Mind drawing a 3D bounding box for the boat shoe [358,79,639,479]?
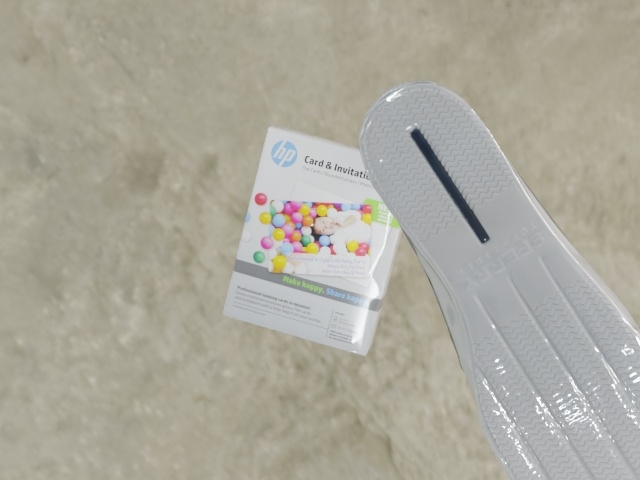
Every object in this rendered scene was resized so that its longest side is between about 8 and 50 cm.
[{"bbox_3d":[0.141,0.041,0.928,0.121,0.119,0.335,-27,85,13],"label":"boat shoe"}]

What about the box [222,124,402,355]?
[{"bbox_3d":[0.000,0.000,1.304,0.145,0.038,0.186,16,99,6],"label":"box"}]
